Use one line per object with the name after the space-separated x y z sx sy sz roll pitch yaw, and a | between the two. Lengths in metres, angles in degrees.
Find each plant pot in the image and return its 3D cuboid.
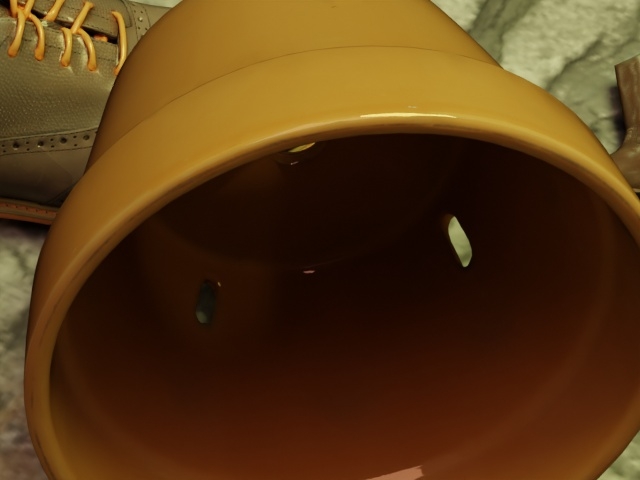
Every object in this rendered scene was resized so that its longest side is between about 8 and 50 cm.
0.000 0.000 0.796 0.291 0.291 0.203 -8 41 -6 | plant pot

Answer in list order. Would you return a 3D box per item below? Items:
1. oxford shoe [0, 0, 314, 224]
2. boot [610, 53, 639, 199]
-0.144 -0.084 0.915 0.363 0.133 0.130 -11 58 -8 | oxford shoe
0.177 -0.069 0.970 0.106 0.037 0.114 11 59 -10 | boot
